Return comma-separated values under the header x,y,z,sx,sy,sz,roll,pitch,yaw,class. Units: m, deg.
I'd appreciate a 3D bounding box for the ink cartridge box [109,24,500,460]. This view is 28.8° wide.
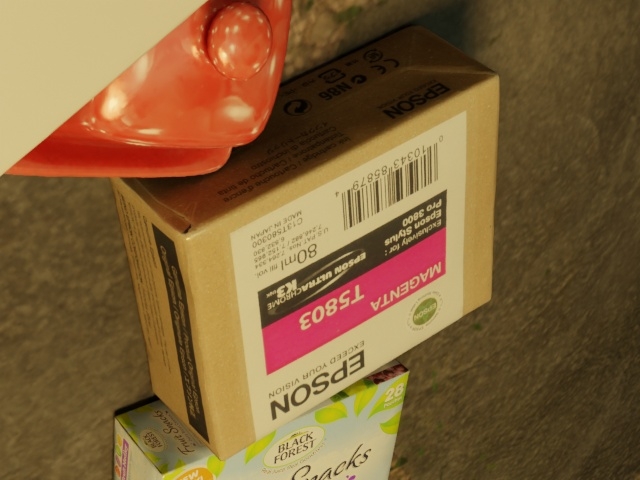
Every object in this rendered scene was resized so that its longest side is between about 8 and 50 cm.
x,y,z,sx,sy,sz,roll,pitch,yaw,class
0.000,0.000,0.784,0.234,0.088,0.193,-29,136,-25,ink cartridge box

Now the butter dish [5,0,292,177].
x,y,z,sx,sy,sz,roll,pitch,yaw,class
-0.069,-0.101,0.593,0.160,0.118,0.160,-1,103,-43,butter dish

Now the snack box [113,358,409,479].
x,y,z,sx,sy,sz,roll,pitch,yaw,class
-0.045,0.172,0.892,0.207,0.070,0.175,-19,132,-34,snack box

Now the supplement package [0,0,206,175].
x,y,z,sx,sy,sz,roll,pitch,yaw,class
-0.135,-0.152,0.403,0.293,0.175,0.178,-48,144,-31,supplement package
